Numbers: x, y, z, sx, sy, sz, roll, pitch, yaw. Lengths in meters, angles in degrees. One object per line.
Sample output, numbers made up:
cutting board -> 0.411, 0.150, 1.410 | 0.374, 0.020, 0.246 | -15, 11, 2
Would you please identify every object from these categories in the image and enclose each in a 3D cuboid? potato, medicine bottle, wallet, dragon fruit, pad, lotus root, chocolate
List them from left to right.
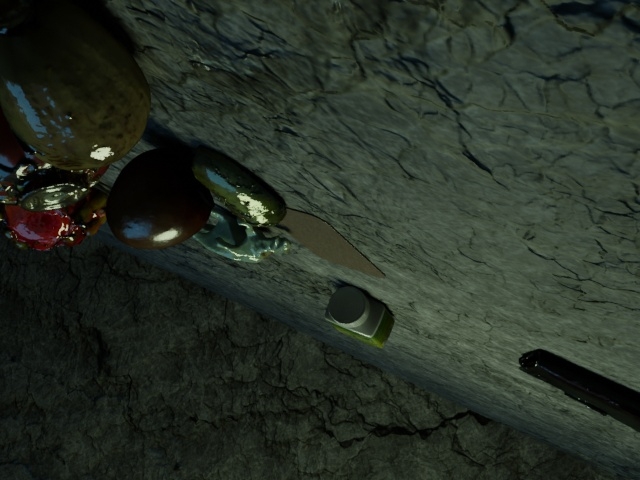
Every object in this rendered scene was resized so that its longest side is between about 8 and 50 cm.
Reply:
dragon fruit -> -0.676, -0.074, 1.784 | 0.227, 0.243, 0.307 | -22, 142, 19
lotus root -> -0.273, -0.161, 0.752 | 0.140, 0.154, 0.257 | 44, 170, 28
chocolate -> -0.263, -0.062, 1.110 | 0.177, 0.177, 0.177 | 25, 168, 6
potato -> -0.132, -0.073, 1.083 | 0.119, 0.054, 0.198 | 23, 167, 31
pad -> 0.000, 0.000, 1.242 | 0.176, 0.002, 0.266 | 17, 165, 37
medicine bottle -> 0.085, 0.172, 1.594 | 0.132, 0.088, 0.188 | 21, 168, 24
wallet -> 0.533, 0.298, 1.312 | 0.318, 0.045, 0.172 | 26, 167, 7

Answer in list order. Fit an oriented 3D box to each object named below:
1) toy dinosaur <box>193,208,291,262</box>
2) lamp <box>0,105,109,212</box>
toy dinosaur -> -0.205, -0.018, 1.414 | 0.205, 0.092, 0.393 | 25, 167, -21
lamp -> -0.398, -0.150, 0.969 | 0.227, 0.227, 0.227 | 25, 168, 6
